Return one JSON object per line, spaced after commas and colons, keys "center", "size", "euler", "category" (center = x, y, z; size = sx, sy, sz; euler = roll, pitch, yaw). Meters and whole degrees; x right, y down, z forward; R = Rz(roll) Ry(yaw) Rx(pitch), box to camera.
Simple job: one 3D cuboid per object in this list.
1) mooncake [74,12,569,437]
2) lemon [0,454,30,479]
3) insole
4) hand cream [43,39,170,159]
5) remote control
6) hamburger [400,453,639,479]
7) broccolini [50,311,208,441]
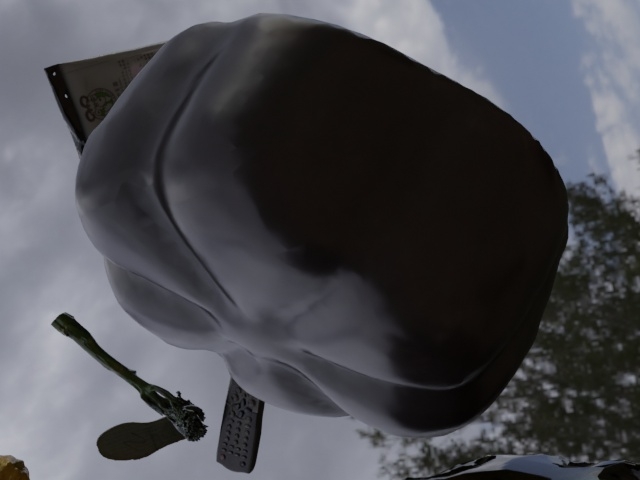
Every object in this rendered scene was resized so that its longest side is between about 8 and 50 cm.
{"center": [0.000, 0.000, 0.480], "size": [0.245, 0.244, 0.133], "euler": [51, -123, -37], "category": "mooncake"}
{"center": [-0.429, 0.333, 1.199], "size": [0.114, 0.155, 0.114], "euler": [41, -170, -9], "category": "lemon"}
{"center": [-0.266, 0.304, 1.483], "size": [0.188, 0.004, 0.064], "euler": [-9, -117, -45], "category": "insole"}
{"center": [-0.169, -0.205, 1.205], "size": [0.335, 0.076, 0.121], "euler": [-21, -82, -22], "category": "hand cream"}
{"center": [-0.096, 0.206, 1.250], "size": [0.028, 0.059, 0.212], "euler": [-26, -51, -69], "category": "remote control"}
{"center": [0.103, 0.225, 0.403], "size": [0.134, 0.284, 0.266], "euler": [92, -162, -67], "category": "hamburger"}
{"center": [-0.248, 0.175, 1.269], "size": [0.254, 0.071, 0.057], "euler": [42, -134, 5], "category": "broccolini"}
